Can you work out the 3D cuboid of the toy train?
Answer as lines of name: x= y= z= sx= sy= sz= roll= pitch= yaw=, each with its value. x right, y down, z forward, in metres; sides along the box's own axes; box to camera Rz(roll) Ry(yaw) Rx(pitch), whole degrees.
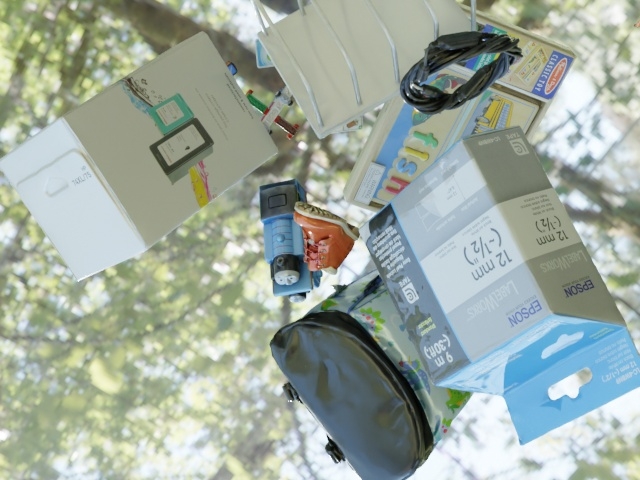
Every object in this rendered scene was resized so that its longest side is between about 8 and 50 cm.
toy train: x=-0.047 y=0.001 z=1.784 sx=0.105 sy=0.080 sz=0.184 roll=49 pitch=-147 yaw=-60

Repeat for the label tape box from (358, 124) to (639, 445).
label tape box: x=0.216 y=0.071 z=1.452 sx=0.115 sy=0.249 sz=0.348 roll=-13 pitch=-108 yaw=-36

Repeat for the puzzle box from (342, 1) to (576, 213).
puzzle box: x=0.244 y=-0.204 z=2.103 sx=0.272 sy=0.409 sz=0.052 roll=17 pitch=-154 yaw=-18

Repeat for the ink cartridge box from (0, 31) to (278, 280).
ink cartridge box: x=-0.242 y=-0.112 z=1.570 sx=0.270 sy=0.198 sz=0.197 roll=-40 pitch=-77 yaw=-39

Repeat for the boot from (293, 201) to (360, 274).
boot: x=0.000 y=0.000 z=1.613 sx=0.059 sy=0.085 sz=0.158 roll=27 pitch=177 yaw=31

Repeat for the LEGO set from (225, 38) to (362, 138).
LEGO set: x=-0.052 y=-0.266 z=2.017 sx=0.244 sy=0.183 sz=0.060 roll=-10 pitch=-164 yaw=-19

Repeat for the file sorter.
file sorter: x=0.064 y=-0.316 z=1.658 sx=0.193 sy=0.277 sz=0.173 roll=60 pitch=177 yaw=17

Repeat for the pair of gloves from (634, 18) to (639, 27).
pair of gloves: x=0.463 y=-0.311 z=1.559 sx=0.083 sy=0.074 sz=0.010 roll=-2 pitch=-124 yaw=-24

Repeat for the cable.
cable: x=0.205 y=-0.236 z=1.662 sx=0.184 sy=0.151 sz=0.047 roll=-14 pitch=-122 yaw=-23

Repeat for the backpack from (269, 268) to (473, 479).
backpack: x=0.131 y=0.163 z=1.794 sx=0.290 sy=0.273 sz=0.355 roll=55 pitch=-156 yaw=2
